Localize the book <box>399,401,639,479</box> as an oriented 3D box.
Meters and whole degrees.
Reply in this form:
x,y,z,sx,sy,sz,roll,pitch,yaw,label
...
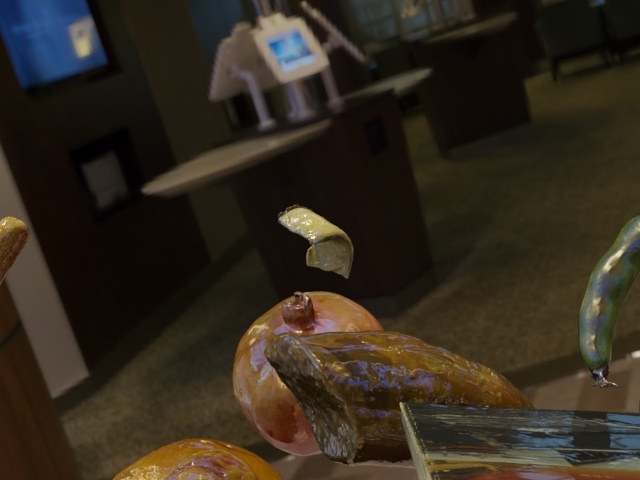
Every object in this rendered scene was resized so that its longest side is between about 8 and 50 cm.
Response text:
x,y,z,sx,sy,sz,roll,pitch,yaw,label
0.205,0.181,0.859,0.262,0.028,0.374,3,4,-1,book

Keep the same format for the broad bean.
x,y,z,sx,sy,sz,roll,pitch,yaw,label
0.326,0.056,1.214,0.069,0.039,0.227,12,70,26,broad bean

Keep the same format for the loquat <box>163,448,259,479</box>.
x,y,z,sx,sy,sz,roll,pitch,yaw,label
-0.123,0.296,1.203,0.137,0.137,0.113,-26,27,-33,loquat

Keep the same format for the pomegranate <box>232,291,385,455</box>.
x,y,z,sx,sy,sz,roll,pitch,yaw,label
-0.015,0.190,1.718,0.252,0.270,0.229,-32,45,-16,pomegranate

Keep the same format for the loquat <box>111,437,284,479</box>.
x,y,z,sx,sy,sz,roll,pitch,yaw,label
-0.178,0.445,1.602,0.328,0.328,0.328,-18,12,4,loquat

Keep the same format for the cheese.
x,y,z,sx,sy,sz,roll,pitch,yaw,label
0.001,0.000,1.099,0.060,0.084,0.041,26,69,39,cheese

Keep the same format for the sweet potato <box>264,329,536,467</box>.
x,y,z,sx,sy,sz,roll,pitch,yaw,label
0.117,0.184,1.216,0.370,0.158,0.158,13,-2,-25,sweet potato

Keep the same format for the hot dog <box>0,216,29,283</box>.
x,y,z,sx,sy,sz,roll,pitch,yaw,label
-0.449,0.061,1.424,0.047,0.215,0.066,26,-9,18,hot dog
